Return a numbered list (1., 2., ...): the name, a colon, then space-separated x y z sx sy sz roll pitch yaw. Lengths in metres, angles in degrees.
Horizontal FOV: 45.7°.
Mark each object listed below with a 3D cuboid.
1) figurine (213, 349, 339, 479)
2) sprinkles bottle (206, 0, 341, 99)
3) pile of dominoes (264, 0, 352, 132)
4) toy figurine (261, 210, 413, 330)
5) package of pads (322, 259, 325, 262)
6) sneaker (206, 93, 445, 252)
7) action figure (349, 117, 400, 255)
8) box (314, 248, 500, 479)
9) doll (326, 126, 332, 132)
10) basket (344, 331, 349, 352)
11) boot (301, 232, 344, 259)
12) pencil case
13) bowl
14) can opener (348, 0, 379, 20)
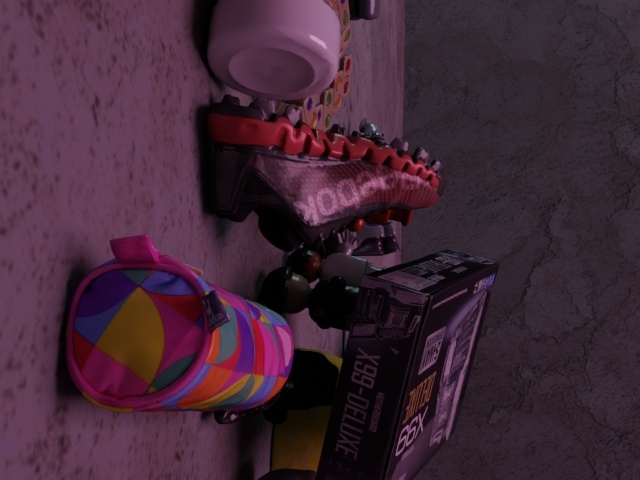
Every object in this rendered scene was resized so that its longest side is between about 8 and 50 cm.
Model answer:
1. figurine: -0.058 0.213 0.763 0.209 0.092 0.215 31 60 -69
2. sprinkles bottle: -0.032 -0.319 0.745 0.121 0.121 0.356 63 29 -68
3. pile of dominoes: 0.002 -0.190 0.953 0.196 0.040 0.251 77 35 -53
4. toy figurine: 0.023 -0.005 0.933 0.209 0.148 0.213 -71 173 -76
5. package of pads: 0.000 0.000 1.171 0.050 0.031 0.083 82 13 -48
6. sneaker: 0.007 -0.051 0.753 0.097 0.276 0.135 19 -82 55
7. action figure: 0.099 -0.111 1.550 0.185 0.099 0.285 8 79 -72
8. box: 0.109 0.145 0.873 0.307 0.076 0.243 -9 113 -65
9. doll: 0.010 -0.113 1.180 0.189 0.046 0.129 -1 92 -79
10. basket: 0.106 0.176 1.546 0.113 0.103 0.167 49 42 -76
11. boot: 0.023 -0.023 1.069 0.045 0.121 0.099 -35 119 -74
12. pencil case: -0.086 0.071 0.539 0.236 0.104 0.105 58 34 -74
13. bowl: 0.040 0.296 1.060 0.289 0.155 0.290 0 90 -80
14. can opener: 0.060 -0.563 1.438 0.095 0.076 0.284 -20 114 -44
